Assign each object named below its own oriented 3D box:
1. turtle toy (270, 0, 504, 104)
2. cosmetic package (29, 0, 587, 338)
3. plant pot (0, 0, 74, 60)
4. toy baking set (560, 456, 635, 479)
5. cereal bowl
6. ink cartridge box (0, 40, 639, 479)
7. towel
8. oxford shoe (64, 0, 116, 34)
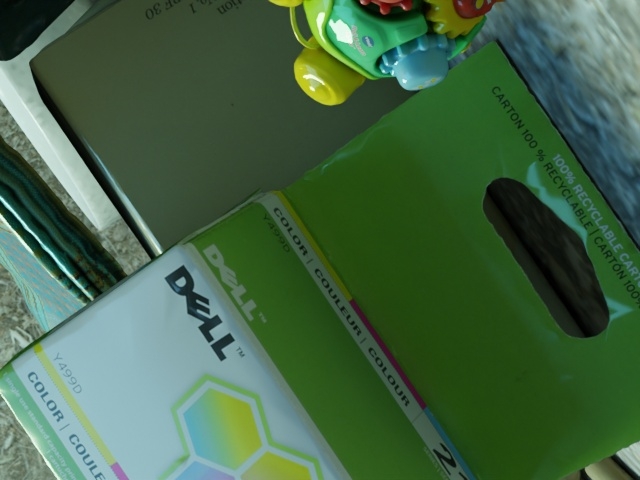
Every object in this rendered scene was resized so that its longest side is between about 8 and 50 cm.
[{"bbox_3d":[0.027,-0.106,0.533,0.066,0.095,0.130,21,152,35],"label":"turtle toy"},{"bbox_3d":[0.000,0.000,0.803,0.309,0.160,0.113,54,172,1],"label":"cosmetic package"},{"bbox_3d":[-0.223,-0.247,0.861,0.252,0.247,0.248,43,170,6],"label":"plant pot"},{"bbox_3d":[0.160,0.165,0.966,0.197,0.030,0.256,58,171,-16],"label":"toy baking set"},{"bbox_3d":[-0.268,-0.185,1.591,0.339,0.141,0.339,54,172,12],"label":"cereal bowl"},{"bbox_3d":[0.012,0.062,0.660,0.189,0.255,0.097,56,-149,0],"label":"ink cartridge box"},{"bbox_3d":[-0.199,-0.034,0.855,0.271,0.040,0.370,26,158,54],"label":"towel"},{"bbox_3d":[-0.060,-0.031,1.092,0.348,0.130,0.123,58,171,-15],"label":"oxford shoe"}]
